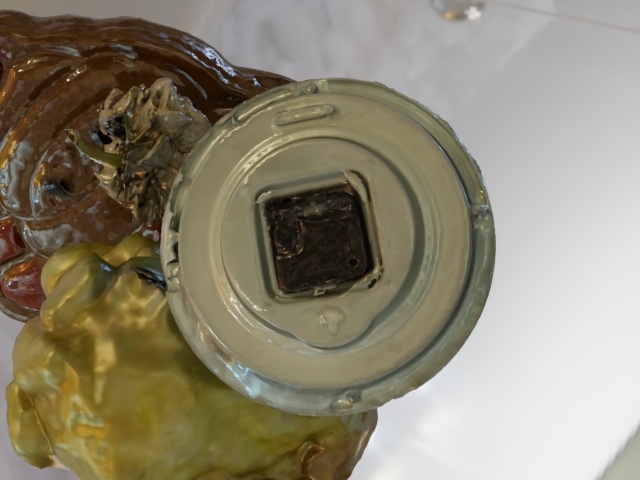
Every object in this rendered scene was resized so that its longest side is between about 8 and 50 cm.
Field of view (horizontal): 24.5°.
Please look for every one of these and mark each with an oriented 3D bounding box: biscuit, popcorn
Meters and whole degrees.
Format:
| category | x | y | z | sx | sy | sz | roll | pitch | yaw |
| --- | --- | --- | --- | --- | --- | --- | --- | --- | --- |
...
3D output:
| category | x | y | z | sx | sy | sz | roll | pitch | yaw |
| --- | --- | --- | --- | --- | --- | --- | --- | --- | --- |
| biscuit | -0.171 | -0.047 | 1.294 | 0.381 | 0.074 | 0.359 | 37 | -64 | -23 |
| popcorn | -0.101 | 0.106 | 1.142 | 0.286 | 0.215 | 0.252 | 11 | -126 | -30 |

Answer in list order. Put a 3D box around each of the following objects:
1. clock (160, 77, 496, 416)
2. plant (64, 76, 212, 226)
| category | x | y | z | sx | sy | sz | roll | pitch | yaw |
| --- | --- | --- | --- | --- | --- | --- | --- | --- | --- |
| clock | 0.000 | 0.000 | 0.996 | 0.053 | 0.236 | 0.236 | 43 | -110 | -78 |
| plant | -0.142 | -0.065 | 1.144 | 0.122 | 0.104 | 0.116 | -16 | -89 | -50 |
